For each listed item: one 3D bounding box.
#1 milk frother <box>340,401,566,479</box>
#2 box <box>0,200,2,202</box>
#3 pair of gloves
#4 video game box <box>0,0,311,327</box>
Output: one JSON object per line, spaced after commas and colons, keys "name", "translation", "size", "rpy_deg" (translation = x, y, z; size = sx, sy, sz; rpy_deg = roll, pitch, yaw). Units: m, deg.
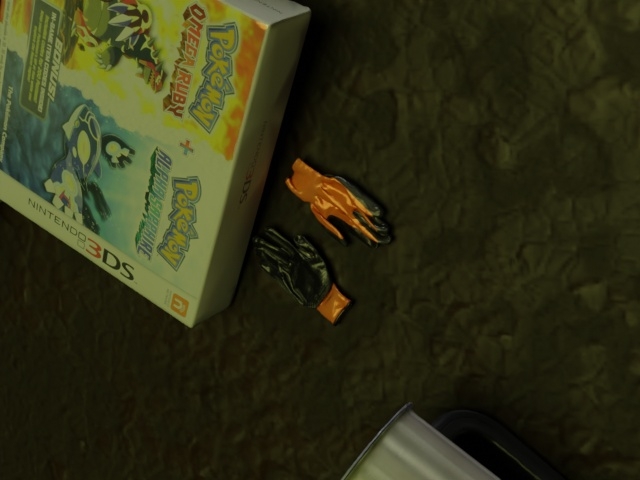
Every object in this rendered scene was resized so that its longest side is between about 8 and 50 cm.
{"name": "milk frother", "translation": [0.065, 0.175, 0.616], "size": [0.135, 0.129, 0.143], "rpy_deg": [38, 109, 14]}
{"name": "box", "translation": [-0.301, -0.069, 0.742], "size": [0.038, 0.186, 0.145], "rpy_deg": [-27, 86, 29]}
{"name": "pair of gloves", "translation": [0.000, 0.000, 0.687], "size": [0.074, 0.010, 0.083], "rpy_deg": [38, 118, 17]}
{"name": "video game box", "translation": [-0.113, -0.078, 0.696], "size": [0.187, 0.048, 0.205], "rpy_deg": [30, 124, 19]}
